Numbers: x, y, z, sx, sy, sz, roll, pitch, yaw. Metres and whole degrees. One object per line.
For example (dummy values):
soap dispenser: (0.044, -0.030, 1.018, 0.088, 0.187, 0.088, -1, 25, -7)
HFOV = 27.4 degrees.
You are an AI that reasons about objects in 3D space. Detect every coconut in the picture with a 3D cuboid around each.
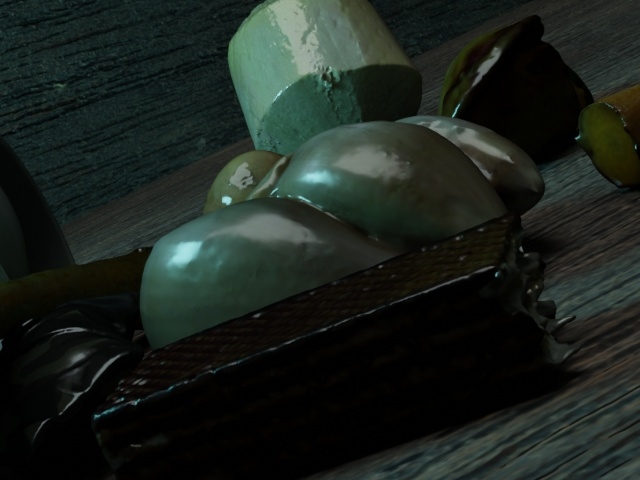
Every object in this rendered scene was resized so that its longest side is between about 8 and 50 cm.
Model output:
coconut: (0.006, -0.199, 1.753, 0.239, 0.244, 0.239, -19, -31, -12)

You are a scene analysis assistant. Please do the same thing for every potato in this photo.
potato: (-0.057, -0.040, 1.371, 0.147, 0.112, 0.112, -21, 7, -23)

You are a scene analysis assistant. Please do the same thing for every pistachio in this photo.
pistachio: (0.172, -0.129, 1.220, 0.130, 0.165, 0.210, 25, 20, 25)

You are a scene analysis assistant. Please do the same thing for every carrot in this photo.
carrot: (0.287, -0.099, 0.956, 0.205, 0.072, 0.072, -21, 7, -21)
carrot: (-0.227, 0.056, 1.124, 0.078, 0.078, 0.298, -17, -5, 39)

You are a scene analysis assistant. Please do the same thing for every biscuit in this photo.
biscuit: (0.009, 0.066, 0.682, 0.252, 0.070, 0.106, -21, 10, 17)

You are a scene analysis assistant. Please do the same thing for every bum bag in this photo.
bum bag: (-0.188, 0.099, 0.945, 0.144, 0.095, 0.340, -41, 8, -1)

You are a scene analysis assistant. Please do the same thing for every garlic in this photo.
garlic: (0.001, 0.001, 0.918, 0.279, 0.132, 0.325, -36, 7, -16)

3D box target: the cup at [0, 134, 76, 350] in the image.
cup: (-0.390, 0.082, 1.220, 0.274, 0.259, 0.357, -25, 40, 5)

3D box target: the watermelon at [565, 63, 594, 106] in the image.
watermelon: (0.226, -0.129, 1.371, 0.181, 0.075, 0.092, -27, -35, -27)
